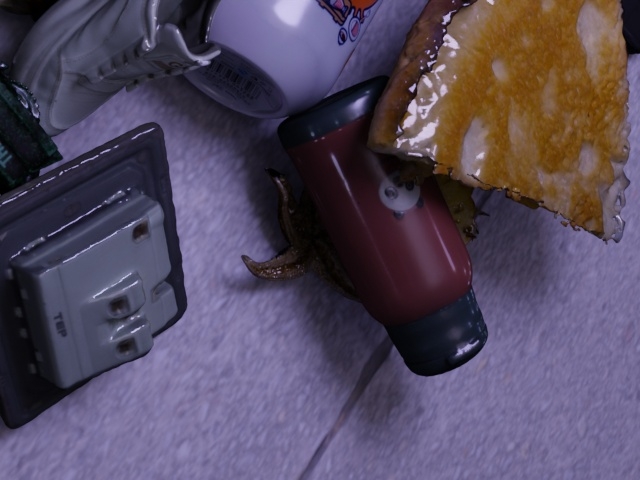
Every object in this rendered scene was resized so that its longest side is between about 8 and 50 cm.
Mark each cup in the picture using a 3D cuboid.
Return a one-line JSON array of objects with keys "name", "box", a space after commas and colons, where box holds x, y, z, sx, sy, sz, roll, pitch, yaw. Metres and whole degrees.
[{"name": "cup", "box": [-0.028, -0.302, 1.456, 0.212, 0.212, 0.317, 38, 70, -28]}]

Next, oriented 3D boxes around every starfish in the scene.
[{"name": "starfish", "box": [-0.006, -0.001, 1.552, 0.213, 0.057, 0.238, -47, 122, -33]}]

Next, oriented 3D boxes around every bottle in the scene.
[{"name": "bottle", "box": [0.081, -0.007, 1.488, 0.144, 0.144, 0.336, -30, 100, -32]}]

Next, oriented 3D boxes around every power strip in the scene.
[{"name": "power strip", "box": [-0.225, 0.043, 1.320, 0.251, 0.092, 0.257, -29, 133, -30]}]

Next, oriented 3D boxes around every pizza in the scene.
[{"name": "pizza", "box": [0.239, -0.222, 1.507, 0.435, 0.080, 0.392, 16, 83, -45]}]

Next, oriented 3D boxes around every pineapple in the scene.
[{"name": "pineapple", "box": [0.136, -0.043, 1.636, 0.135, 0.079, 0.233, 3, 86, -34]}]

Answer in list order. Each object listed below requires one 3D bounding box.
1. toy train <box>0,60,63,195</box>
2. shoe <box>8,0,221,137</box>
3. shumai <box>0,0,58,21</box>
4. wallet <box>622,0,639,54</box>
[{"name": "toy train", "box": [-0.394, -0.143, 1.217, 0.178, 0.138, 0.330, -50, 123, -22]}, {"name": "shoe", "box": [-0.173, -0.200, 1.302, 0.316, 0.159, 0.124, -54, 153, 17]}, {"name": "shumai", "box": [-0.226, -0.369, 1.313, 0.346, 0.217, 0.283, 6, 84, -37]}, {"name": "wallet", "box": [0.458, -0.468, 1.898, 0.197, 0.051, 0.377, 37, 67, -29]}]
